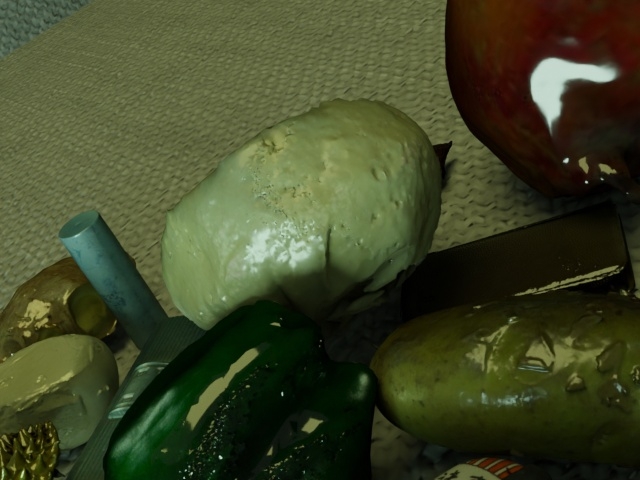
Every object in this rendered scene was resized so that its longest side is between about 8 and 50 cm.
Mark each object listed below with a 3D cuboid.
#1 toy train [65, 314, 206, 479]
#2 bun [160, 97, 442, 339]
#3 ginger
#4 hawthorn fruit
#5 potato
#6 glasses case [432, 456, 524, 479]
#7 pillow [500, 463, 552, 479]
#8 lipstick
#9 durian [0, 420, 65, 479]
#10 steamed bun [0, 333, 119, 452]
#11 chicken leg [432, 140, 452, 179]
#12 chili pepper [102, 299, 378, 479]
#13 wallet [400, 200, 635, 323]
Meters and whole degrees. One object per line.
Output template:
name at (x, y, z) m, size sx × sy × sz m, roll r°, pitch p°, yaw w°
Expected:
toy train at (-0.165, 0.219, 0.733) m, size 0.086 × 0.089 × 0.409 m, roll -5°, pitch 36°, yaw 25°
bun at (0.000, 0.000, 0.787) m, size 0.259 × 0.259 × 0.152 m, roll -29°, pitch 74°, yaw -2°
ginger at (-0.293, 0.084, 1.022) m, size 0.157 × 0.102 × 0.216 m, roll -9°, pitch 27°, yaw 39°
hawthorn fruit at (0.258, -0.199, 0.865) m, size 0.308 × 0.324 × 0.308 m, roll 5°, pitch 4°, yaw 0°
potato at (0.141, 0.090, 0.644) m, size 0.251 × 0.113 × 0.149 m, roll 3°, pitch 15°, yaw 35°
glasses case at (0.041, 0.234, 0.560) m, size 0.267 × 0.067 × 0.103 m, roll -38°, pitch 38°, yaw -16°
pillow at (0.067, 0.252, 0.436) m, size 0.186 × 0.106 × 0.250 m, roll -21°, pitch 61°, yaw 5°
lipstick at (-0.209, 0.044, 0.964) m, size 0.048 × 0.158 × 0.048 m, roll -20°, pitch 31°, yaw 13°
durian at (-0.299, 0.219, 0.741) m, size 0.193 × 0.138 × 0.237 m, roll -59°, pitch 5°, yaw 18°
steamed bun at (-0.254, 0.150, 0.903) m, size 0.130 × 0.091 × 0.112 m, roll -26°, pitch 33°, yaw -2°
chicken leg at (0.045, -0.047, 1.000) m, size 0.234 × 0.063 × 0.105 m, roll -23°, pitch 35°, yaw 3°
chili pepper at (-0.073, 0.173, 0.650) m, size 0.261 × 0.165 × 0.174 m, roll -52°, pitch 30°, yaw -12°
wallet at (0.167, 0.028, 0.814) m, size 0.198 × 0.031 × 0.110 m, roll -16°, pitch 32°, yaw 20°
